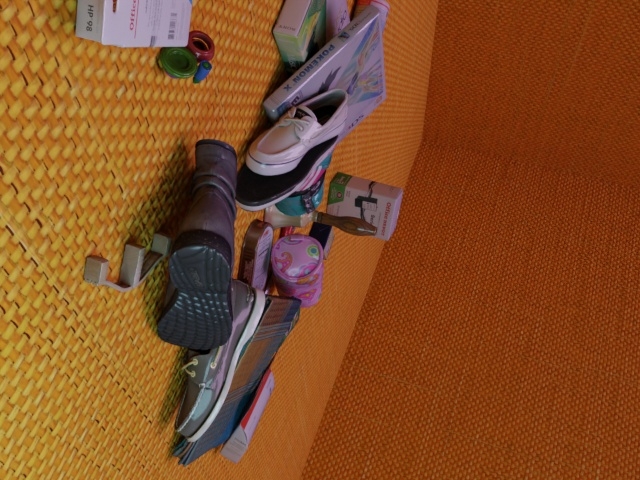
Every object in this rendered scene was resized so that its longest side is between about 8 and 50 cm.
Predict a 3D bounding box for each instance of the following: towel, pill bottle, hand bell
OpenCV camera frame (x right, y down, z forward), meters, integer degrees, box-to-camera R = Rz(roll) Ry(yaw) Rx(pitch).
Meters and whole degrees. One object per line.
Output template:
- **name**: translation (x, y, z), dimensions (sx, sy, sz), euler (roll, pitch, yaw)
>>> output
- **towel**: translation (-0.166, 0.279, 1.399), dimensions (0.370, 0.040, 0.271), euler (-62, 168, 0)
- **pill bottle**: translation (0.119, -0.544, 1.724), dimensions (0.087, 0.087, 0.160), euler (17, 89, -77)
- **hand bell**: translation (0.009, -0.051, 1.481), dimensions (0.126, 0.242, 0.126), euler (15, 90, -78)

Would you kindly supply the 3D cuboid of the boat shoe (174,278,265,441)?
- **boat shoe**: translation (-0.205, 0.214, 1.225), dimensions (0.109, 0.091, 0.304), euler (1, -115, 59)

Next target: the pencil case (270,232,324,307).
- **pencil case**: translation (-0.051, 0.074, 1.564), dimensions (0.284, 0.124, 0.124), euler (87, 21, -72)

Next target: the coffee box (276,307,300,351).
- **coffee box**: translation (-0.098, 0.205, 1.778), dimensions (0.184, 0.041, 0.113), euler (-51, 153, -61)

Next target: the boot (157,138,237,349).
- **boot**: translation (-0.178, 0.018, 1.054), dimensions (0.338, 0.118, 0.222), euler (117, -20, -50)

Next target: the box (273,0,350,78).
- **box**: translation (-0.007, -0.433, 1.386), dimensions (0.322, 0.059, 0.232), euler (61, 46, -70)

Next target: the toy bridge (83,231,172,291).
- **toy bridge**: translation (-0.261, 0.035, 0.918), dimensions (0.188, 0.026, 0.063), euler (-34, 140, -71)

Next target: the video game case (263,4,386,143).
- **video game case**: translation (0.025, -0.303, 1.431), dimensions (0.300, 0.036, 0.329), euler (-44, 161, -8)

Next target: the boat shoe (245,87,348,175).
- **boat shoe**: translation (-0.037, -0.216, 1.272), dimensions (0.268, 0.096, 0.088), euler (-33, 153, -35)

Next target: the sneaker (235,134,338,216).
- **sneaker**: translation (-0.076, -0.108, 1.350), dimensions (0.295, 0.124, 0.178), euler (-44, 158, -38)

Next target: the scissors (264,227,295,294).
- **scissors**: translation (-0.093, 0.027, 1.635), dimensions (0.109, 0.021, 0.296), euler (-10, 114, -76)

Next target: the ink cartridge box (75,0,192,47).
- **ink cartridge box**: translation (-0.206, -0.268, 0.720), dimensions (0.180, 0.060, 0.104), euler (-43, 146, -67)

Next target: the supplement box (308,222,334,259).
- **supplement box**: translation (0.000, 0.000, 1.920), dimensions (0.083, 0.056, 0.083), euler (74, 33, -66)

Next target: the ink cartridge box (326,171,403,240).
- **ink cartridge box**: translation (0.131, -0.103, 2.015), dimensions (0.087, 0.209, 0.152), euler (-56, 157, -55)

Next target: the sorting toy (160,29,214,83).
- **sorting toy**: translation (-0.181, -0.242, 0.905), dimensions (0.042, 0.061, 0.102), euler (-37, -167, 49)

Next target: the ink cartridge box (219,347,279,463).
- **ink cartridge box**: translation (-0.148, 0.389, 1.560), dimensions (0.232, 0.066, 0.189), euler (-53, -172, 40)

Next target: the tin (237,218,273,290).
- **tin**: translation (-0.140, 0.047, 1.432), dimensions (0.106, 0.040, 0.189), euler (-54, 156, -68)
